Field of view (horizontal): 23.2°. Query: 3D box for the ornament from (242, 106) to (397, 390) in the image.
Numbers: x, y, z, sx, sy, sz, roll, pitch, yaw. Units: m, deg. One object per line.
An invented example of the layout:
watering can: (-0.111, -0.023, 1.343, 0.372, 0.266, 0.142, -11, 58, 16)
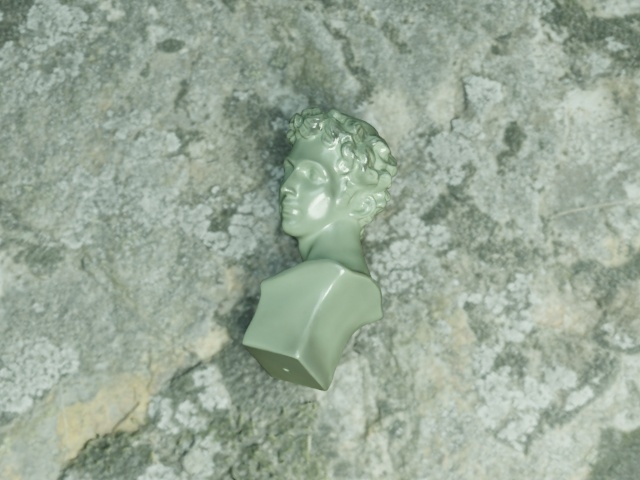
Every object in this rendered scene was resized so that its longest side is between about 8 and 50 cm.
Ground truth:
ornament: (0.009, 0.009, 1.563, 0.120, 0.130, 0.285, 0, 74, 24)
